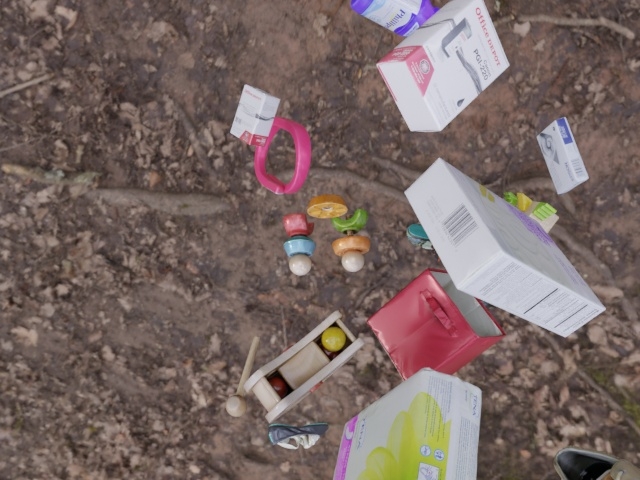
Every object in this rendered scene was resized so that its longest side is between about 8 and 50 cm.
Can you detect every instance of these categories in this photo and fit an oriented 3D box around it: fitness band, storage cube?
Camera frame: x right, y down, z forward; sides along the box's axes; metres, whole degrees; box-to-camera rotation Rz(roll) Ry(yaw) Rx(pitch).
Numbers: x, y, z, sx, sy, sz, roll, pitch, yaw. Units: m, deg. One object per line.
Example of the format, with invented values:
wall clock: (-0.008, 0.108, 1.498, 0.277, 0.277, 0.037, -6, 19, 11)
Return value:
fitness band: (-0.113, -0.250, 1.567, 0.054, 0.291, 0.209, 6, 108, -32)
storage cube: (0.259, 0.196, 1.197, 0.193, 0.183, 0.215, -44, 151, 21)

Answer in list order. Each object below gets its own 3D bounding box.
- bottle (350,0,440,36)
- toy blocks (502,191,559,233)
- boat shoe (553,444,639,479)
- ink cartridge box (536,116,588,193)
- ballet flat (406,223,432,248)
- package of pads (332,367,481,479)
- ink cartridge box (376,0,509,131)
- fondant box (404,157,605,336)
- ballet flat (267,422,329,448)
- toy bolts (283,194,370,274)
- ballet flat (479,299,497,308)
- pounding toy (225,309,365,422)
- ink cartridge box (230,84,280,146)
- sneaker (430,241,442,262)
bottle: (0.223, -0.591, 1.393, 0.283, 0.092, 0.118, 20, 165, -20)
toy blocks: (0.712, -0.023, 2.025, 0.191, 0.381, 0.261, 35, 93, -9)
boat shoe: (0.390, 0.345, 0.678, 0.103, 0.113, 0.302, 39, 173, 4)
ink cartridge box: (0.808, -0.276, 1.827, 0.045, 0.223, 0.224, -16, 170, 0)
ballet flat: (0.314, 0.006, 1.382, 0.188, 0.070, 0.070, 20, 135, 15)
package of pads: (0.106, 0.329, 0.743, 0.101, 0.229, 0.296, 24, 141, -7)
ink cartridge box: (0.238, -0.334, 1.021, 0.092, 0.218, 0.158, 19, 149, 57)
fondant box: (0.324, 0.017, 0.945, 0.330, 0.238, 0.096, 24, 122, -36)
ballet flat: (-0.062, 0.583, 1.592, 0.203, 0.074, 0.074, 11, 137, -30)
toy bolts: (0.000, 0.000, 1.391, 0.229, 0.158, 0.218, -11, 160, 22)
ballet flat: (0.572, 0.197, 1.789, 0.173, 0.049, 0.057, 0, 124, -43)
pounding toy: (-0.070, 0.213, 0.949, 0.269, 0.155, 0.154, -39, 165, -7)
ink cartridge box: (-0.172, -0.327, 1.409, 0.056, 0.099, 0.135, 1, 117, -46)
sneaker: (0.301, -0.059, 1.244, 0.087, 0.221, 0.083, -3, -179, -29)
